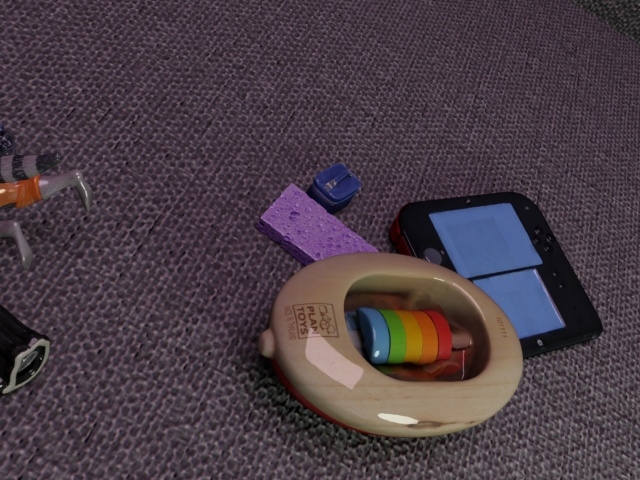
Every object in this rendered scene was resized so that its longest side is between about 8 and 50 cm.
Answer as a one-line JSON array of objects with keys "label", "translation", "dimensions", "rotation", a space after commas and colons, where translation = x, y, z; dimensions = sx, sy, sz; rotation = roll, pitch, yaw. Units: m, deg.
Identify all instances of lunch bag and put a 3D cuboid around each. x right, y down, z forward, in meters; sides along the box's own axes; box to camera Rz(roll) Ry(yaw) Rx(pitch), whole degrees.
[{"label": "lunch bag", "translation": [0.027, -0.096, 1.515], "dimensions": [0.067, 0.065, 0.098], "rotation": [46, 47, 9]}]

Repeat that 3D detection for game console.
[{"label": "game console", "translation": [0.339, 0.063, 1.577], "dimensions": [0.387, 0.060, 0.342], "rotation": [-8, 59, -34]}]

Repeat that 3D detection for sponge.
[{"label": "sponge", "translation": [0.000, 0.000, 1.446], "dimensions": [0.210, 0.031, 0.117], "rotation": [38, 45, 2]}]

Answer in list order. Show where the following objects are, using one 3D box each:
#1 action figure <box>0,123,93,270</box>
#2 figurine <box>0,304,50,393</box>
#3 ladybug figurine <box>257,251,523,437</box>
[{"label": "action figure", "translation": [-0.486, -0.100, 1.123], "dimensions": [0.330, 0.178, 0.341], "rotation": [14, 42, 5]}, {"label": "figurine", "translation": [-0.490, 0.134, 1.024], "dimensions": [0.209, 0.092, 0.215], "rotation": [36, 46, 11]}, {"label": "ladybug figurine", "translation": [0.103, 0.171, 1.278], "dimensions": [0.449, 0.162, 0.305], "rotation": [8, 52, -26]}]
